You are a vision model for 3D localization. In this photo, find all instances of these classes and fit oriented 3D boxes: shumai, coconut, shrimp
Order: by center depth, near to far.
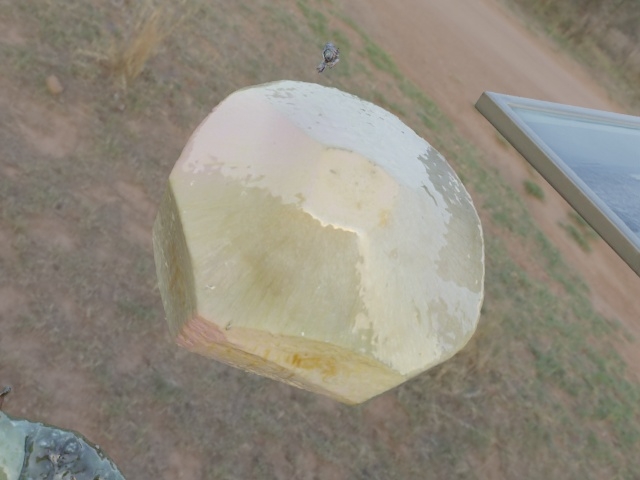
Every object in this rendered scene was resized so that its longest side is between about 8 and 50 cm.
[{"bbox_3d":[0.000,0.000,0.544,0.237,0.237,0.197,32,66,-20],"label":"coconut"},{"bbox_3d":[-0.411,0.404,1.023,0.263,0.309,0.304,-101,168,-66],"label":"shumai"},{"bbox_3d":[0.018,-0.343,1.497,0.029,0.038,0.092,57,36,-40],"label":"shrimp"}]

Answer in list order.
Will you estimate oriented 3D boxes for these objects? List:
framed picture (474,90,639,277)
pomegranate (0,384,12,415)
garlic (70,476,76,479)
[{"bbox_3d":[0.281,-0.039,0.641,0.289,0.016,0.213,0,43,-38],"label":"framed picture"},{"bbox_3d":[-0.563,0.333,1.377,0.129,0.129,0.159,26,49,-30],"label":"pomegranate"},{"bbox_3d":[-0.275,0.353,0.864,0.256,0.207,0.207,20,33,-30],"label":"garlic"}]
